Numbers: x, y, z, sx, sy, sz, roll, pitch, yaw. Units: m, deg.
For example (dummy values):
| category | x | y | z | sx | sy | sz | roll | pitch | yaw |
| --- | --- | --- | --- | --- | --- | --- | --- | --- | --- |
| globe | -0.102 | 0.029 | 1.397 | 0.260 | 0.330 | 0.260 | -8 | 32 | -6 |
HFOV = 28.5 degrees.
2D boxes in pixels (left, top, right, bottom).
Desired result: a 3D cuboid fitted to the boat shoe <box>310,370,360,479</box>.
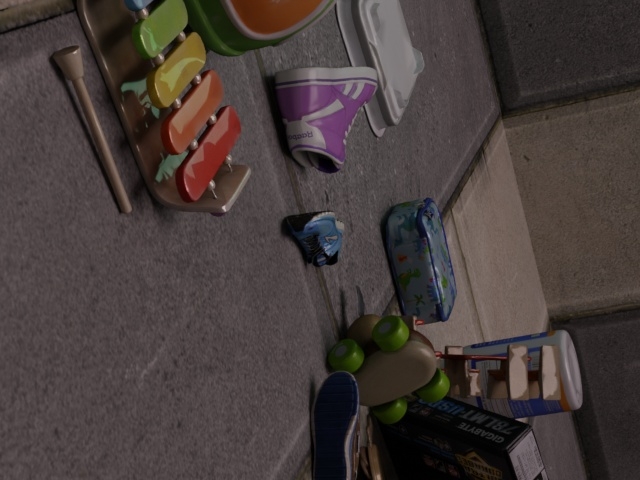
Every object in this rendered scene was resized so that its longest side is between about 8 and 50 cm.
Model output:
| category | x | y | z | sx | sy | sz | roll | pitch | yaw |
| --- | --- | --- | --- | --- | --- | --- | --- | --- | --- |
| boat shoe | 0.023 | 0.274 | 1.745 | 0.066 | 0.066 | 0.183 | 55 | 39 | -60 |

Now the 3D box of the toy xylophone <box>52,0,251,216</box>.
| category | x | y | z | sx | sy | sz | roll | pitch | yaw |
| --- | --- | --- | --- | --- | --- | --- | --- | --- | --- |
| toy xylophone | -0.177 | -0.162 | 1.356 | 0.236 | 0.081 | 0.323 | -74 | 148 | -53 |

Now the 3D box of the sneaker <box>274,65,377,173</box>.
| category | x | y | z | sx | sy | sz | roll | pitch | yaw |
| --- | --- | --- | --- | --- | --- | --- | --- | --- | --- |
| sneaker | 0.014 | -0.185 | 1.938 | 0.282 | 0.102 | 0.161 | -18 | 100 | -61 |

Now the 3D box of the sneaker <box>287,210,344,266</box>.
| category | x | y | z | sx | sy | sz | roll | pitch | yaw |
| --- | --- | --- | --- | --- | --- | --- | --- | --- | --- |
| sneaker | 0.000 | 0.000 | 1.827 | 0.162 | 0.063 | 0.073 | 27 | 58 | -67 |

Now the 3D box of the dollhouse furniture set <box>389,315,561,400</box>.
| category | x | y | z | sx | sy | sz | roll | pitch | yaw |
| --- | --- | --- | --- | --- | --- | --- | --- | --- | --- |
| dollhouse furniture set | 0.239 | 0.200 | 2.146 | 0.259 | 0.262 | 0.135 | 5 | 83 | -33 |

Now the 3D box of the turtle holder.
| category | x | y | z | sx | sy | sz | roll | pitch | yaw |
| --- | --- | --- | --- | --- | --- | --- | --- | --- | --- |
| turtle holder | -0.067 | -0.368 | 1.574 | 0.320 | 0.227 | 0.243 | -46 | 122 | -68 |

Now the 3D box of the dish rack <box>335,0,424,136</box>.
| category | x | y | z | sx | sy | sz | roll | pitch | yaw |
| --- | --- | --- | --- | --- | --- | --- | --- | --- | --- |
| dish rack | 0.124 | -0.378 | 2.416 | 0.333 | 0.072 | 0.286 | -64 | 140 | -60 |

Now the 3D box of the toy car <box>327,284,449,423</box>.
| category | x | y | z | sx | sy | sz | roll | pitch | yaw |
| --- | --- | --- | --- | --- | --- | --- | --- | --- | --- |
| toy car | 0.097 | 0.153 | 1.927 | 0.155 | 0.149 | 0.188 | 51 | 18 | -32 |

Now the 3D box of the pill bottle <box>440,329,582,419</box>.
| category | x | y | z | sx | sy | sz | roll | pitch | yaw |
| --- | --- | --- | --- | --- | --- | --- | --- | --- | --- |
| pill bottle | 0.341 | 0.262 | 2.359 | 0.152 | 0.272 | 0.152 | -12 | 90 | -71 |

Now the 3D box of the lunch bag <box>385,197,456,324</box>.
| category | x | y | z | sx | sy | sz | roll | pitch | yaw |
| --- | --- | --- | --- | --- | --- | --- | --- | --- | --- |
| lunch bag | 0.189 | 0.036 | 2.337 | 0.176 | 0.090 | 0.219 | -48 | 126 | -71 |

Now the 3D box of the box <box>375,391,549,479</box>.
| category | x | y | z | sx | sy | sz | roll | pitch | yaw |
| --- | --- | --- | --- | --- | --- | --- | --- | --- | --- |
| box | 0.237 | 0.382 | 1.976 | 0.073 | 0.295 | 0.293 | -36 | 120 | -31 |

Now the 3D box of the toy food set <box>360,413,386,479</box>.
| category | x | y | z | sx | sy | sz | roll | pitch | yaw |
| --- | --- | --- | --- | --- | --- | --- | --- | --- | --- |
| toy food set | 0.077 | 0.363 | 1.883 | 0.132 | 0.038 | 0.192 | -67 | 144 | -83 |
